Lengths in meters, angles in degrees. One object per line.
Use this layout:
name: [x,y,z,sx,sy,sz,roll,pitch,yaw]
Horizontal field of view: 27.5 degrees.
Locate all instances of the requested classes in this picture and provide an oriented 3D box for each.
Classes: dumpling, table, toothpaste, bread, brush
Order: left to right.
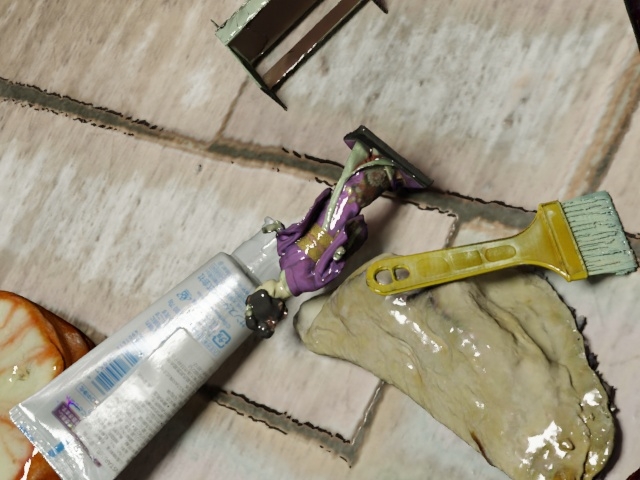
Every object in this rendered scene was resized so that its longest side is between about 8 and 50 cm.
bread: [-0.361,0.195,1.314,0.328,0.114,0.295,-23,53,25]
toothpaste: [-0.137,0.100,1.198,0.299,0.073,0.114,-42,81,-7]
table: [-0.036,-0.244,1.365,0.146,0.062,0.175,-44,51,8]
dumpling: [0.111,0.071,1.066,0.332,0.086,0.166,28,85,39]
brush: [0.142,0.010,1.051,0.218,0.010,0.082,-10,53,-7]

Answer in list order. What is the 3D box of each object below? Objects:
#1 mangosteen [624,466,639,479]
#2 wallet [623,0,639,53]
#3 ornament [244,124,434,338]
mangosteen: [0.250,0.204,0.800,0.192,0.217,0.192,-13,65,29]
wallet: [0.345,-0.126,1.032,0.172,0.045,0.318,-19,53,21]
ornament: [-0.005,-0.008,1.149,0.203,0.081,0.088,-45,4,-7]
